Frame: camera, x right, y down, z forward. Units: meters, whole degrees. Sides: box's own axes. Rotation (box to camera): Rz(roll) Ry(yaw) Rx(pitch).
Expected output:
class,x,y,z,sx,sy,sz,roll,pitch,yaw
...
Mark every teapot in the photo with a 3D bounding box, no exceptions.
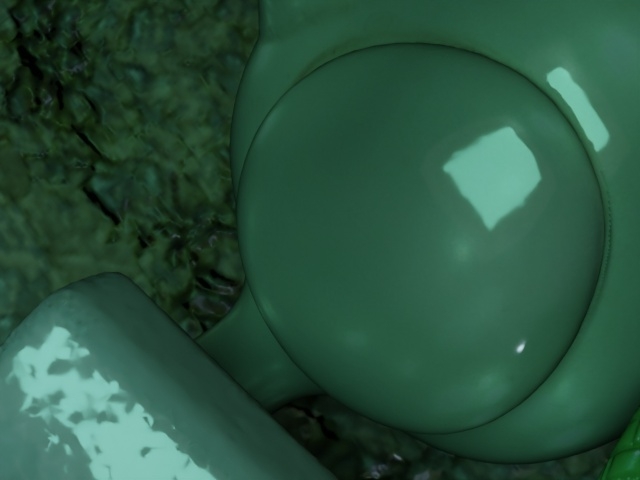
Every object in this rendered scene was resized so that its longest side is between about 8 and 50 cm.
class,x,y,z,sx,sy,sz,roll,pitch,yaw
teapot,0.027,0.025,0.664,0.220,0.149,0.318,34,120,22

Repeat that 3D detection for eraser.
class,x,y,z,sx,sy,sz,roll,pitch,yaw
eraser,-0.031,0.162,0.604,0.270,0.095,0.174,43,112,13

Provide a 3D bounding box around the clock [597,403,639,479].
class,x,y,z,sx,sy,sz,roll,pitch,yaw
clock,0.191,0.072,0.606,0.195,0.194,0.100,-49,45,1
